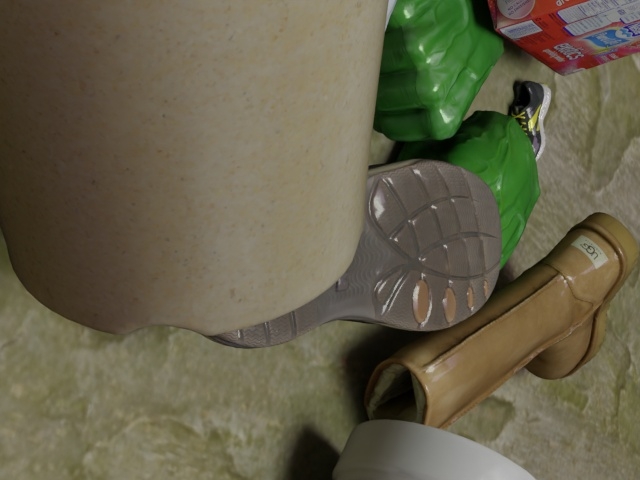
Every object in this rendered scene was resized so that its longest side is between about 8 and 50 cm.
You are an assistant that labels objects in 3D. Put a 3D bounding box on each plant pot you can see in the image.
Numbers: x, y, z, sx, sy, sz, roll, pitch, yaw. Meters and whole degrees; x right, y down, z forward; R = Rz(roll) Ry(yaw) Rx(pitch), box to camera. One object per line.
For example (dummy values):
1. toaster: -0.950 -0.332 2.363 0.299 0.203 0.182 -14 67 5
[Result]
1. plant pot: -0.090 -0.124 1.038 0.334 0.334 0.305 -40 138 -45

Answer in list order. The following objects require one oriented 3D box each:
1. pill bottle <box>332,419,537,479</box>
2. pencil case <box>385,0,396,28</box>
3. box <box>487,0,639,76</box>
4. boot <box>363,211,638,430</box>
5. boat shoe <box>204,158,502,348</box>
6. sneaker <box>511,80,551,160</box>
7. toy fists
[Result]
1. pill bottle: 0.035 0.334 1.351 0.210 0.210 0.363 51 54 -46
2. pencil case: 0.006 -0.177 1.209 0.124 0.113 0.273 -6 134 -42
3. box: 0.224 -0.232 1.526 0.257 0.128 0.122 10 65 -69
4. boot: 0.144 0.104 1.571 0.269 0.089 0.236 -34 154 -30
5. boat shoe: 0.000 0.000 1.313 0.355 0.130 0.132 -1 97 -49
6. sneaker: 0.190 -0.110 1.664 0.035 0.031 0.083 17 77 -41
7. toy fists: 0.102 -0.094 1.481 0.142 0.096 0.279 -56 137 -51
